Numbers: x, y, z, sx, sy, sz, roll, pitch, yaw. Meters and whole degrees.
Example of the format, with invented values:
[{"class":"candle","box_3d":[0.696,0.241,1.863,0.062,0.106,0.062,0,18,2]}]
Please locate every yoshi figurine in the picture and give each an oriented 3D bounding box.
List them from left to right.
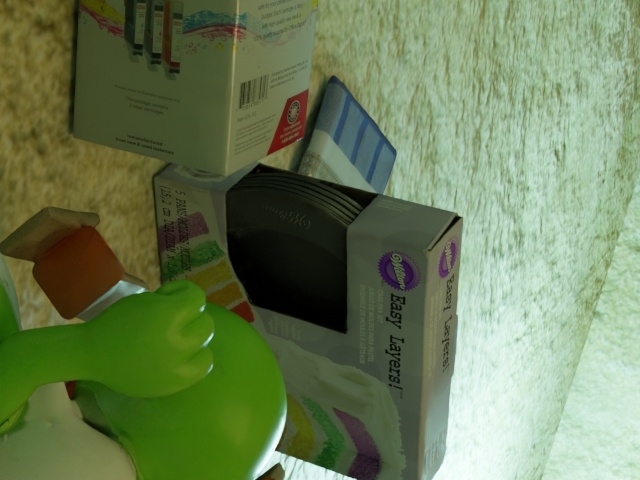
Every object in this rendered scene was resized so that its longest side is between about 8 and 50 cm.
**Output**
[{"class":"yoshi figurine","box_3d":[-0.147,0.036,0.654,0.362,0.203,0.203,52,19,-27]}]

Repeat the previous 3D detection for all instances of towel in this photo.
[{"class":"towel","box_3d":[0.000,0.000,1.381,0.209,0.034,0.285,43,63,-64]}]

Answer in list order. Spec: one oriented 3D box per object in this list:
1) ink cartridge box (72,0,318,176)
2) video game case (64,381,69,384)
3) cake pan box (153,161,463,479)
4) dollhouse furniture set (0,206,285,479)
[{"class":"ink cartridge box","box_3d":[-0.083,-0.154,0.939,0.128,0.127,0.176,-31,133,-59]},{"class":"video game case","box_3d":[-0.146,0.202,1.020,0.274,0.026,0.196,30,45,-66]},{"class":"cake pan box","box_3d":[-0.011,0.063,1.104,0.070,0.246,0.267,-49,148,-49]},{"class":"dollhouse furniture set","box_3d":[-0.164,0.146,0.796,0.259,0.262,0.135,-38,170,6]}]
